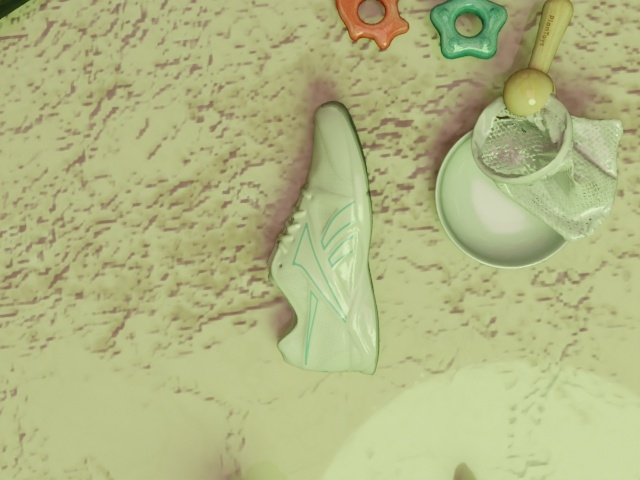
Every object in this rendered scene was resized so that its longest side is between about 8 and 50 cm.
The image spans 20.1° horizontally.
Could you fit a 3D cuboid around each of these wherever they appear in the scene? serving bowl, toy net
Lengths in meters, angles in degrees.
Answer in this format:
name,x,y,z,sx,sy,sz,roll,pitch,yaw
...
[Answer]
name,x,y,z,sx,sy,sz,roll,pitch,yaw
serving bowl,0.104,-0.027,0.999,0.083,0.027,0.083,0,95,-1
toy net,0.084,-0.105,0.964,0.122,0.045,0.232,-22,82,-2

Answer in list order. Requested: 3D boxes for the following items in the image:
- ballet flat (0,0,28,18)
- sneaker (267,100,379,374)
name,x,y,z,sx,sy,sz,roll,pitch,yaw
ballet flat,-0.249,-0.115,0.950,0.280,0.096,0.095,-37,95,2
sneaker,0.000,0.000,0.987,0.061,0.054,0.152,-2,95,2
